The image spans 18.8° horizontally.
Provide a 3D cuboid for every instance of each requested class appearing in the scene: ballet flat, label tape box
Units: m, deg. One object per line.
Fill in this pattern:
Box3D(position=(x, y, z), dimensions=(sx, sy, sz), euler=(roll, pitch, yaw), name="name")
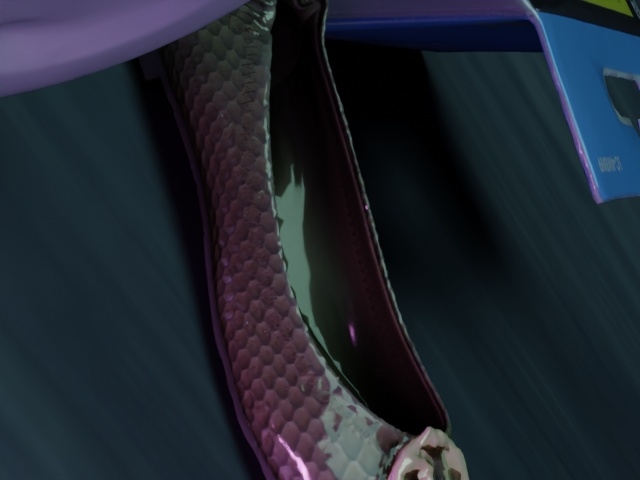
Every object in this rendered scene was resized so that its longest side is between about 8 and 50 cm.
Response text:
Box3D(position=(0.000, 0.000, 0.601), dimensions=(0.084, 0.058, 0.249), euler=(24, 43, -61), name="ballet flat")
Box3D(position=(0.030, -0.159, 0.810), dimensions=(0.347, 0.115, 0.249), euler=(68, 20, 5), name="label tape box")

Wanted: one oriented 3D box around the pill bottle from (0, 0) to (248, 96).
Box3D(position=(-0.097, -0.175, 0.443), dimensions=(0.264, 0.146, 0.146), euler=(67, 19, 10), name="pill bottle")
